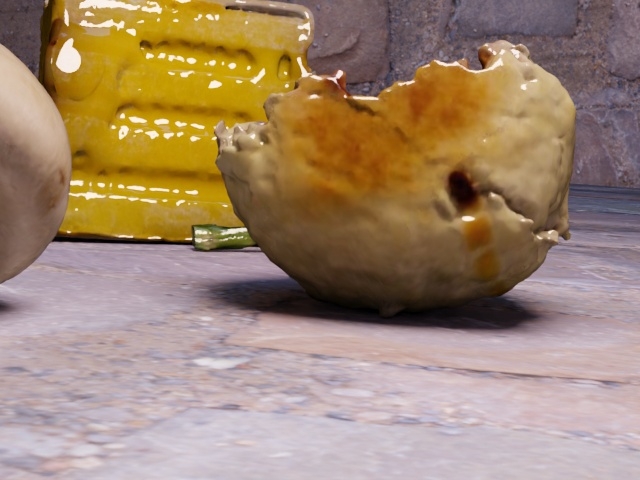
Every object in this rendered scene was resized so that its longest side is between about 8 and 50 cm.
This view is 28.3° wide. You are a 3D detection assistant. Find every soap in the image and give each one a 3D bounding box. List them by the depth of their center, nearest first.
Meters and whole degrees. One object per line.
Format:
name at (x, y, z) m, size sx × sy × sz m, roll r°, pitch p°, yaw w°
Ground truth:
soap at (-0.154, -0.125, 1.307) m, size 0.281 × 0.259 × 0.143 m, roll 4°, pitch -1°, yaw -17°

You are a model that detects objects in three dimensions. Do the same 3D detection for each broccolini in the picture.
broccolini at (0.002, 0.006, 1.253) m, size 0.254 × 0.071 × 0.057 m, roll -4°, pitch 49°, yaw -11°

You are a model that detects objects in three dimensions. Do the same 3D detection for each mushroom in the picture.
mushroom at (-0.246, -0.032, 0.777) m, size 0.206 × 0.206 × 0.209 m, roll -1°, pitch 42°, yaw -41°

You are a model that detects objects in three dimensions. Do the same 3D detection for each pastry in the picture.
pastry at (0.058, -0.023, 0.927) m, size 0.256 × 0.170 × 0.237 m, roll -5°, pitch -16°, yaw 3°
